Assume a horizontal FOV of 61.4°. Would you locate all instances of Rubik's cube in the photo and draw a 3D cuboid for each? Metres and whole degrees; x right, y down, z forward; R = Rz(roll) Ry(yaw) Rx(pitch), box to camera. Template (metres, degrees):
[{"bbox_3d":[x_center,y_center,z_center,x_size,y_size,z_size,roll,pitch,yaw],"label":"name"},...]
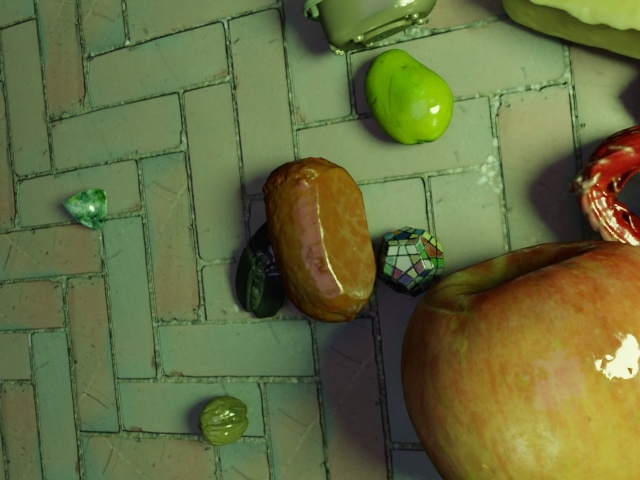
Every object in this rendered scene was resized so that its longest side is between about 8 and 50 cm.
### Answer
[{"bbox_3d":[0.138,0.033,0.839,0.111,0.093,0.111,1,93,19],"label":"Rubik's cube"}]

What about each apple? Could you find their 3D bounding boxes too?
[{"bbox_3d":[0.281,0.178,0.654,0.364,0.364,0.363,1,92,20],"label":"apple"}]

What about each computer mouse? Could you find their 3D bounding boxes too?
[{"bbox_3d":[-0.092,0.045,0.941,0.106,0.062,0.192,24,98,18],"label":"computer mouse"}]

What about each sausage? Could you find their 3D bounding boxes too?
[{"bbox_3d":[-0.001,0.000,0.854,0.141,0.153,0.268,-20,82,54],"label":"sausage"}]

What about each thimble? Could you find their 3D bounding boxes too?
[{"bbox_3d":[0.434,-0.059,0.693,0.189,0.125,0.163,41,123,11],"label":"thimble"}]

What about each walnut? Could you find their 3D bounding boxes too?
[{"bbox_3d":[-0.175,0.323,0.971,0.092,0.092,0.092,1,92,20],"label":"walnut"}]

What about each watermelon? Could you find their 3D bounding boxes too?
[{"bbox_3d":[-0.467,-0.061,1.089,0.061,0.085,0.085,20,101,59],"label":"watermelon"}]

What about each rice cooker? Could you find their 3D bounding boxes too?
[{"bbox_3d":[0.077,-0.369,0.822,0.206,0.145,0.127,-20,95,22],"label":"rice cooker"}]

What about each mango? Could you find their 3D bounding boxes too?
[{"bbox_3d":[0.133,-0.219,0.842,0.163,0.089,0.117,46,114,25],"label":"mango"}]

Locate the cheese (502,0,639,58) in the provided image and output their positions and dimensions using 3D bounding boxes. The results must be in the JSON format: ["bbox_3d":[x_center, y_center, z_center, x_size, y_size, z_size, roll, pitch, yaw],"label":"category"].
[{"bbox_3d":[0.460,-0.348,0.667,0.384,0.104,0.383,-6,78,26],"label":"cheese"}]
